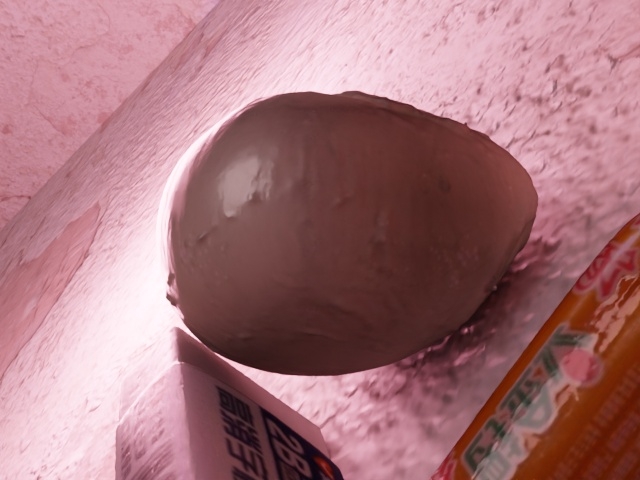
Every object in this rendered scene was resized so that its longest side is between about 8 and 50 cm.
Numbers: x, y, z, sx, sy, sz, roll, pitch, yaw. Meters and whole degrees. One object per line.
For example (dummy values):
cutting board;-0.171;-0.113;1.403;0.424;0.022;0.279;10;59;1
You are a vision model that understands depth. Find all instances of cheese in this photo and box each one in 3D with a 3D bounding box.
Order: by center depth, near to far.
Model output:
cheese;0.000;0.000;0.559;0.198;0.189;0.155;-22;60;56

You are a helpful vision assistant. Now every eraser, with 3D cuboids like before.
eraser;-0.040;0.134;0.487;0.068;0.124;0.210;-49;20;8

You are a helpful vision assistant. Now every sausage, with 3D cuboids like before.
sausage;0.101;0.069;0.374;0.234;0.071;0.071;-53;21;-3
